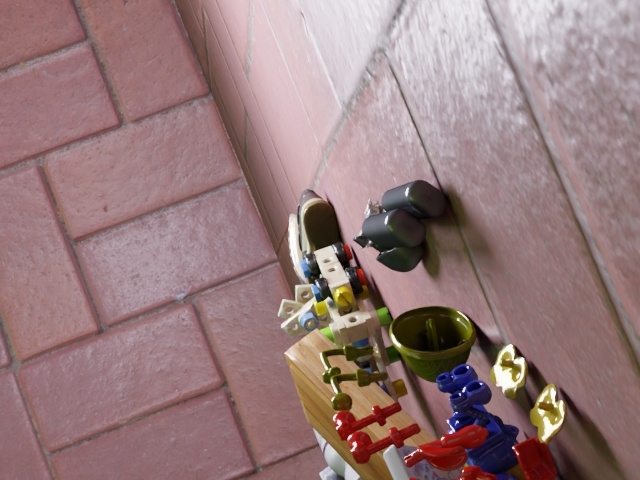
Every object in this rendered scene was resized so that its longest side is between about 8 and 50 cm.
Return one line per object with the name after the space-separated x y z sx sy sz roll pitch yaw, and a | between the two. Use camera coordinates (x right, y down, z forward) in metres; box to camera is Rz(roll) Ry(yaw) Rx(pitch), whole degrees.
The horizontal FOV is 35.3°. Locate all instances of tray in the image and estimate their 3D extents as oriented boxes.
0.109 0.325 1.485 0.411 0.076 0.202 39 157 37 | tray

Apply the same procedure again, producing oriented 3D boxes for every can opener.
0.094 -0.017 1.131 0.093 0.074 0.280 34 174 -1 | can opener

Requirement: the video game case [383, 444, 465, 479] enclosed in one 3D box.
0.184 0.326 1.082 0.206 0.026 0.227 18 -146 -42 | video game case

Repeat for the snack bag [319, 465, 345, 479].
0.127 0.622 2.233 0.323 0.037 0.342 -21 -89 -63 | snack bag

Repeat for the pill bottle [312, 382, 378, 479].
0.071 0.388 2.109 0.169 0.169 0.301 75 171 -46 | pill bottle

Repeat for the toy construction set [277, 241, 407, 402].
0.036 0.134 1.749 0.328 0.151 0.215 35 148 58 | toy construction set

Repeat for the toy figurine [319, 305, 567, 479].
0.141 0.231 1.013 0.217 0.191 0.362 66 176 -19 | toy figurine

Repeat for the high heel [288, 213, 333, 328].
-0.004 0.078 2.041 0.261 0.093 0.186 61 170 11 | high heel

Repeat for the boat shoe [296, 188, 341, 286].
-0.001 0.000 1.874 0.073 0.080 0.223 -111 9 -48 | boat shoe
